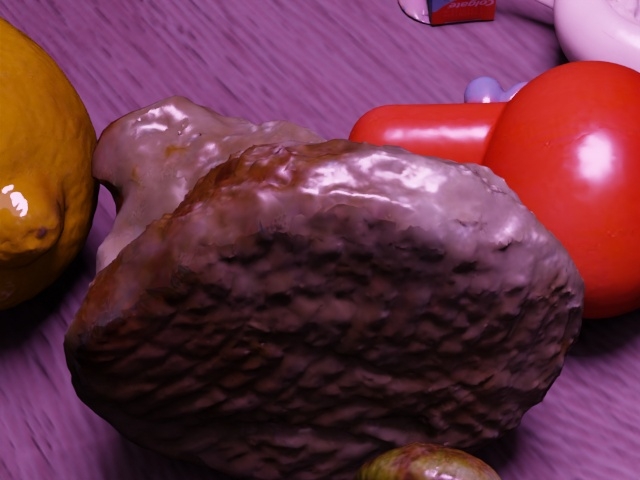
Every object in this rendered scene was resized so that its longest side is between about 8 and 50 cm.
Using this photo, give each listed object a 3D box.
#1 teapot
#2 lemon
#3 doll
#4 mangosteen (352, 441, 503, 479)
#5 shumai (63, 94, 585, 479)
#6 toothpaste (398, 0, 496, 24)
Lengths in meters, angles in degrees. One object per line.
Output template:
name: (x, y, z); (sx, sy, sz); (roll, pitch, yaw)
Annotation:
teapot: (0.221, -0.152, 0.685); (0.226, 0.092, 0.145); (23, 61, 19)
lemon: (-0.233, -0.055, 0.623); (0.184, 0.184, 0.248); (-35, 50, -15)
doll: (0.156, -0.032, 0.599); (0.290, 0.130, 0.161); (0, 63, 13)
mangosteen: (0.021, 0.195, 0.432); (0.243, 0.243, 0.242); (-3, 58, 4)
shumai: (0.000, 0.000, 0.559); (0.272, 0.222, 0.203); (3, 44, 4)
toothpaste: (0.089, -0.253, 0.789); (0.070, 0.044, 0.193); (-5, 58, 2)
